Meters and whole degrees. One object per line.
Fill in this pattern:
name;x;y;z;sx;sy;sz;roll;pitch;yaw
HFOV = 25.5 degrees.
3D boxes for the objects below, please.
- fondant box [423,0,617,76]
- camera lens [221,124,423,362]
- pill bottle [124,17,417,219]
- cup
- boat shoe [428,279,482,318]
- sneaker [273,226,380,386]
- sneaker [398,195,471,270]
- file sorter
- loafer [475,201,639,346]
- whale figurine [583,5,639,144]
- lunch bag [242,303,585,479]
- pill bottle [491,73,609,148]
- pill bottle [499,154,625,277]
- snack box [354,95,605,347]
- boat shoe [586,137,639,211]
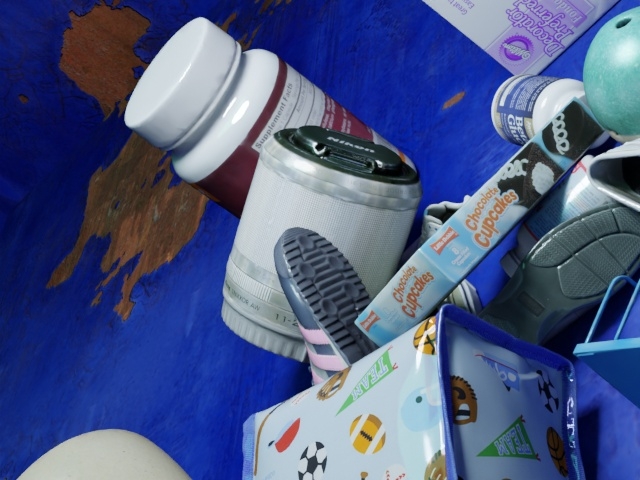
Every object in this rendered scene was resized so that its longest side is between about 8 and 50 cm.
fondant box;0.306;-0.402;1.886;0.330;0.238;0.096;-43;27;26
camera lens;0.000;0.000;1.869;0.219;0.219;0.274;-125;50;-65
pill bottle;-0.071;-0.132;2.044;0.224;0.392;0.224;-43;26;26
cup;-0.229;0.432;1.750;0.237;0.331;0.331;22;76;40
boat shoe;0.138;0.093;1.718;0.109;0.094;0.302;-51;24;8
sneaker;0.013;0.139;1.703;0.131;0.112;0.319;-46;64;41
sneaker;0.155;-0.012;1.847;0.191;0.083;0.071;-33;33;44
file sorter;0.347;0.090;1.304;0.170;0.118;0.104;-14;42;57
loafer;0.250;0.058;1.545;0.267;0.096;0.084;-41;-12;1
whale figurine;0.406;-0.230;1.570;0.272;0.141;0.216;-47;26;-3
lunch bag;0.082;0.307;1.382;0.328;0.239;0.385;-33;45;41
pill bottle;0.292;-0.157;1.764;0.094;0.094;0.169;-56;23;-4
pill bottle;0.280;-0.012;1.600;0.160;0.087;0.087;-48;24;14
snack box;0.185;-0.018;1.615;0.322;0.060;0.187;-42;-7;-35
boat shoe;0.370;-0.047;1.427;0.258;0.084;0.095;18;118;62
